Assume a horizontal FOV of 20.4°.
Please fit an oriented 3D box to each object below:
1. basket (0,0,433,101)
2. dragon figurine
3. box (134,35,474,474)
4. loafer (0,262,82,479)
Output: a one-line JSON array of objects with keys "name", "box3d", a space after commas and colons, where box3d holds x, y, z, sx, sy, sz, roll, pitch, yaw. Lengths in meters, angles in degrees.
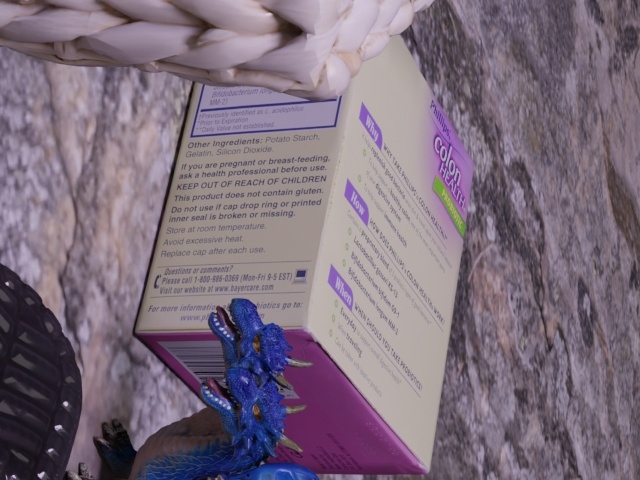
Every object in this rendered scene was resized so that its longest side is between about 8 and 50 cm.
[{"name": "basket", "box3d": [-0.088, -0.243, 0.715, 0.328, 0.331, 0.266, -48, 143, -57]}, {"name": "dragon figurine", "box3d": [-0.049, 0.171, 0.992, 0.085, 0.144, 0.289, -53, 135, -54]}, {"name": "box", "box3d": [0.000, 0.000, 1.155, 0.213, 0.117, 0.243, 52, 43, -52]}, {"name": "loafer", "box3d": [-0.198, 0.160, 0.661, 0.134, 0.130, 0.366, 51, 35, -22]}]
